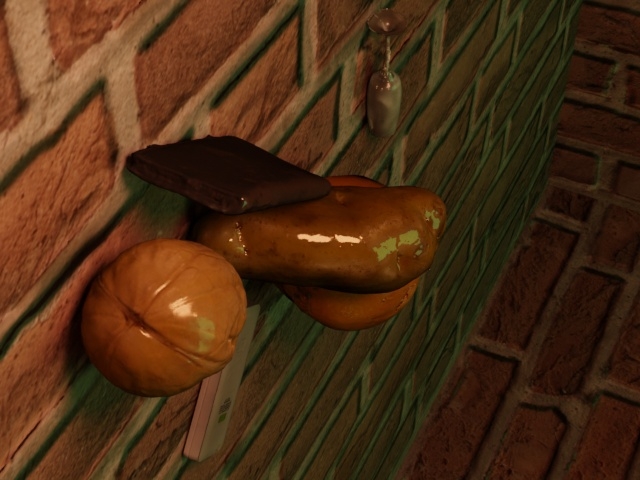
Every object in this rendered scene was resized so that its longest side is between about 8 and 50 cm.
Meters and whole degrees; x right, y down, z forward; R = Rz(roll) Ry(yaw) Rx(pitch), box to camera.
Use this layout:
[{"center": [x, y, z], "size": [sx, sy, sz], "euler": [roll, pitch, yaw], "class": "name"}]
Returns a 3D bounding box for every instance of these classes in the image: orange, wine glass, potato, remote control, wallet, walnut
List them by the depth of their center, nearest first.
[{"center": [-0.181, 0.089, 1.533], "size": [0.226, 0.193, 0.193], "euler": [-21, 127, -73], "class": "walnut"}, {"center": [-0.106, -0.079, 1.604], "size": [0.309, 0.165, 0.042], "euler": [-21, 131, -69], "class": "wallet"}, {"center": [0.000, 0.000, 1.786], "size": [0.195, 0.369, 0.176], "euler": [-116, -148, -47], "class": "potato"}, {"center": [-0.151, 0.215, 2.002], "size": [0.103, 0.034, 0.250], "euler": [-17, 123, -70], "class": "remote control"}, {"center": [0.043, 0.019, 2.033], "size": [0.246, 0.246, 0.246], "euler": [19, 90, -73], "class": "orange"}, {"center": [0.111, -0.278, 2.249], "size": [0.262, 0.074, 0.074], "euler": [90, 25, -50], "class": "wine glass"}]
